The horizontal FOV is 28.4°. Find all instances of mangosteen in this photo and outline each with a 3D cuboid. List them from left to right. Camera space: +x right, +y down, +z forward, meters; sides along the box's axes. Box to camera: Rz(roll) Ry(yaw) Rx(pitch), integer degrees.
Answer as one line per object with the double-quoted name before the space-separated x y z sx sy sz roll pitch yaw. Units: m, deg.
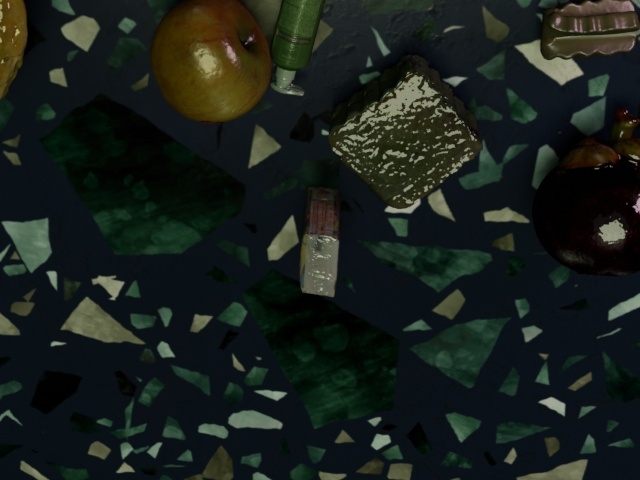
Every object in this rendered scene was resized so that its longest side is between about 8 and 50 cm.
"mangosteen" 0.419 -0.070 1.848 0.211 0.211 0.250 10 91 -3

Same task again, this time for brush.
"brush" 0.456 -0.301 1.777 0.301 0.071 0.084 -5 138 -4

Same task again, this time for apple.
"apple" -0.157 -0.252 1.771 0.155 0.182 0.182 -16 120 29

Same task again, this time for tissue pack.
"tissue pack" 0.000 0.000 1.929 0.060 0.148 0.109 5 122 -1

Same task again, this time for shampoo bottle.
"shampoo bottle" -0.031 -0.302 1.796 0.065 0.065 0.204 13 121 -5

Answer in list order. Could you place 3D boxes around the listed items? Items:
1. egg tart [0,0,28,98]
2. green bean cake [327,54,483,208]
"egg tart" -0.586 -0.318 1.760 0.387 0.169 0.388 2 118 3
"green bean cake" 0.122 -0.161 1.854 0.181 0.094 0.173 -37 113 22
